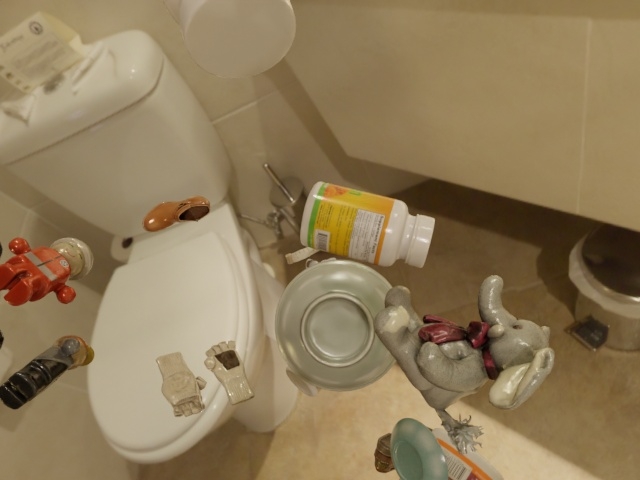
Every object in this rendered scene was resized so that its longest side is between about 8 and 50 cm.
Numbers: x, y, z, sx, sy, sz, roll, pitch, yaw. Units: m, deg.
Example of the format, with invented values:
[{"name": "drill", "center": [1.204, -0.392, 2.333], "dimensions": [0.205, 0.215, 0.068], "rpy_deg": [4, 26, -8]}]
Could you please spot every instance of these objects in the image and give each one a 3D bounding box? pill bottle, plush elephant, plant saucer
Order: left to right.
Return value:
[{"name": "pill bottle", "center": [-0.169, -0.466, 0.742], "dimensions": [0.210, 0.210, 0.363], "rpy_deg": [-22, 69, 12]}, {"name": "pill bottle", "center": [0.007, 0.443, 1.721], "dimensions": [0.153, 0.153, 0.264], "rpy_deg": [25, 55, 36]}, {"name": "plant saucer", "center": [0.053, 0.258, 1.347], "dimensions": [0.400, 0.100, 0.401], "rpy_deg": [0, 90, 6]}, {"name": "pill bottle", "center": [0.094, -0.025, 0.908], "dimensions": [0.245, 0.136, 0.136], "rpy_deg": [15, 65, 9]}, {"name": "plant saucer", "center": [0.229, 0.544, 1.124], "dimensions": [0.195, 0.037, 0.195], "rpy_deg": [7, 99, 55]}, {"name": "pill bottle", "center": [0.291, 0.732, 1.211], "dimensions": [0.224, 0.224, 0.392], "rpy_deg": [29, 69, 37]}, {"name": "plush elephant", "center": [0.282, 0.189, 0.820], "dimensions": [0.255, 0.272, 0.330], "rpy_deg": [-32, 79, 13]}]

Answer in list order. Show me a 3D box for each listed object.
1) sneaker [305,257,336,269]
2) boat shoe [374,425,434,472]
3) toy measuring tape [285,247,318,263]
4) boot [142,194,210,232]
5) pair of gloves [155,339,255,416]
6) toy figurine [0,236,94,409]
[{"name": "sneaker", "center": [0.085, 0.197, 2.060], "dimensions": [0.137, 0.365, 0.210], "rpy_deg": [147, 128, -60]}, {"name": "boat shoe", "center": [0.298, 0.735, 1.613], "dimensions": [0.110, 0.307, 0.105], "rpy_deg": [22, 102, 50]}, {"name": "toy measuring tape", "center": [0.000, 0.000, 1.759], "dimensions": [0.330, 0.121, 0.121], "rpy_deg": [-25, 48, -20]}, {"name": "boot", "center": [-0.403, -0.070, 1.271], "dimensions": [0.197, 0.073, 0.152], "rpy_deg": [-30, 24, -12]}, {"name": "pair of gloves", "center": [-0.320, 0.376, 1.261], "dimensions": [0.240, 0.042, 0.204], "rpy_deg": [-4, 41, -30]}, {"name": "toy figurine", "center": [-0.414, 0.094, 0.593], "dimensions": [0.213, 0.148, 0.210], "rpy_deg": [2, 103, 2]}]
